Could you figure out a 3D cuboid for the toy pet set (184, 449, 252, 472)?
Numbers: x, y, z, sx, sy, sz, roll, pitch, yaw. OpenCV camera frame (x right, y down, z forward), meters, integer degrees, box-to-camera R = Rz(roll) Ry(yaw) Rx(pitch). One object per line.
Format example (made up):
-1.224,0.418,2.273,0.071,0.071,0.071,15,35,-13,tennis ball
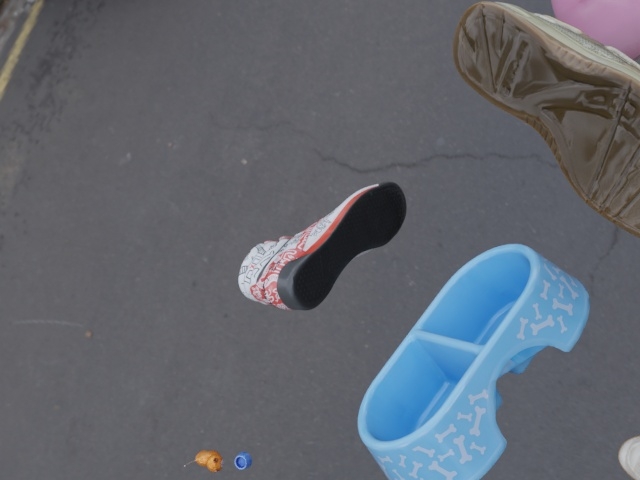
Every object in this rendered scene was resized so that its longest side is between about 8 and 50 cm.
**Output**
-0.121,0.251,0.659,0.114,0.065,0.122,-3,90,23,toy pet set

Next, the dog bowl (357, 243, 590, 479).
0.151,0.124,0.787,0.297,0.074,0.166,-50,20,-15,dog bowl

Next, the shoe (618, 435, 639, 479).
0.471,0.283,0.906,0.219,0.058,0.076,12,71,30,shoe

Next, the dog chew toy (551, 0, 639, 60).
0.334,-0.380,0.874,0.206,0.206,0.332,-27,87,23,dog chew toy

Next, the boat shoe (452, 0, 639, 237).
0.243,-0.110,0.647,0.302,0.098,0.109,49,137,32,boat shoe

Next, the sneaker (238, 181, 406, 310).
-0.001,-0.001,1.091,0.145,0.090,0.270,0,35,47,sneaker
